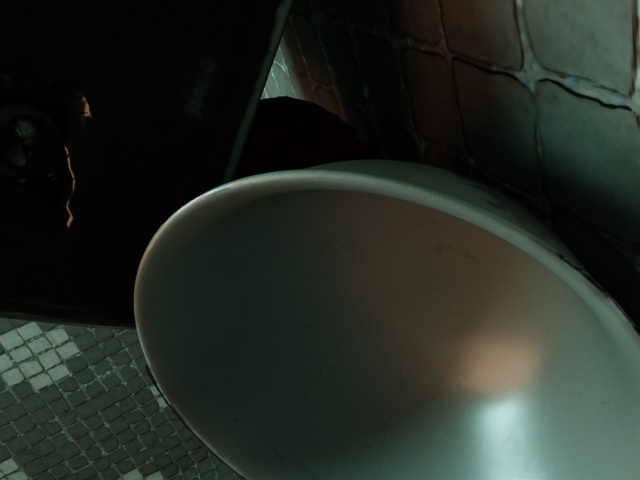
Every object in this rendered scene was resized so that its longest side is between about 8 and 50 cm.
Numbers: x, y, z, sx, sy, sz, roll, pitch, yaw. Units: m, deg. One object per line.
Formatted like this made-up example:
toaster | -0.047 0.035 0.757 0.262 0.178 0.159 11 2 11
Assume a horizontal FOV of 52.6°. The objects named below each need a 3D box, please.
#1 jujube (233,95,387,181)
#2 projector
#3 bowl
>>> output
jujube | 0.000 0.000 0.633 0.290 0.197 0.197 55 171 -9
projector | -0.198 -0.189 0.547 0.405 0.242 0.395 49 123 56
bowl | 0.056 0.061 0.460 0.157 0.345 0.346 -62 -39 -47
